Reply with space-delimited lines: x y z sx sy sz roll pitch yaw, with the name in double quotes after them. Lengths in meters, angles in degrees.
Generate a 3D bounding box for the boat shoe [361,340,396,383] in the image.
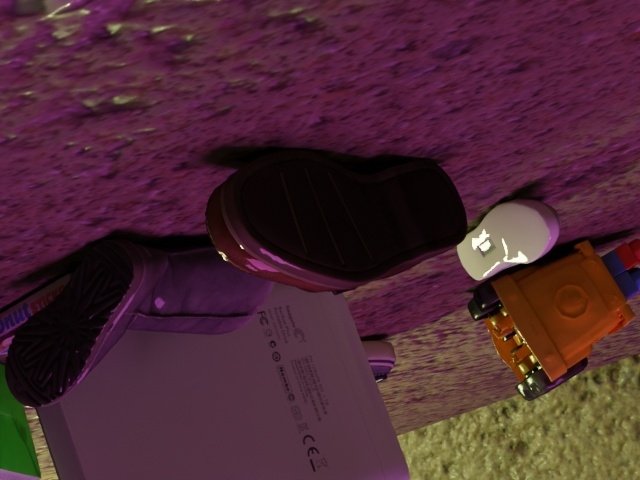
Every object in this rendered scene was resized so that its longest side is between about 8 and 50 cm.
-0.040 0.233 2.213 0.341 0.158 0.127 -10 166 -26 "boat shoe"

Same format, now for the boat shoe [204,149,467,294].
0.000 0.000 1.347 0.104 0.110 0.307 -26 165 32 "boat shoe"

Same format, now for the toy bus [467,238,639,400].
0.302 0.078 2.080 0.211 0.149 0.220 -32 171 -6 "toy bus"

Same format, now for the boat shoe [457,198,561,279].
0.200 -0.005 1.715 0.063 0.066 0.184 -27 170 -23 "boat shoe"

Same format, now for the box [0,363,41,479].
-0.417 0.199 1.635 0.231 0.126 0.262 -17 168 3 "box"

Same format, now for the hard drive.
-0.090 0.160 1.586 0.353 0.233 0.047 -12 167 -42 "hard drive"

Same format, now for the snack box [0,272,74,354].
-0.245 0.065 1.514 0.178 0.022 0.064 -28 166 41 "snack box"

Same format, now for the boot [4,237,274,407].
-0.148 0.066 1.472 0.189 0.076 0.208 -45 162 21 "boot"
